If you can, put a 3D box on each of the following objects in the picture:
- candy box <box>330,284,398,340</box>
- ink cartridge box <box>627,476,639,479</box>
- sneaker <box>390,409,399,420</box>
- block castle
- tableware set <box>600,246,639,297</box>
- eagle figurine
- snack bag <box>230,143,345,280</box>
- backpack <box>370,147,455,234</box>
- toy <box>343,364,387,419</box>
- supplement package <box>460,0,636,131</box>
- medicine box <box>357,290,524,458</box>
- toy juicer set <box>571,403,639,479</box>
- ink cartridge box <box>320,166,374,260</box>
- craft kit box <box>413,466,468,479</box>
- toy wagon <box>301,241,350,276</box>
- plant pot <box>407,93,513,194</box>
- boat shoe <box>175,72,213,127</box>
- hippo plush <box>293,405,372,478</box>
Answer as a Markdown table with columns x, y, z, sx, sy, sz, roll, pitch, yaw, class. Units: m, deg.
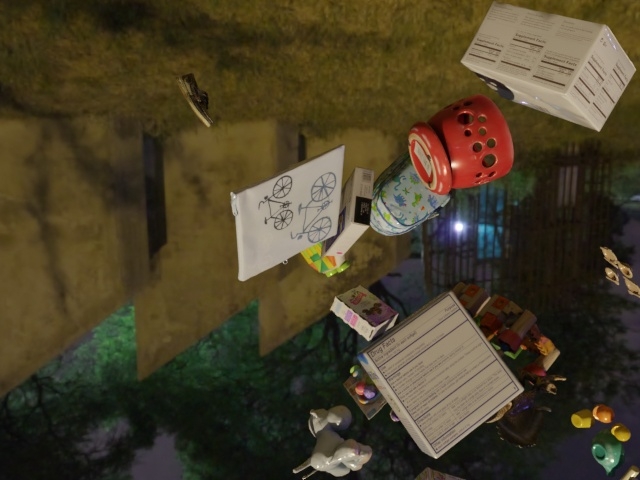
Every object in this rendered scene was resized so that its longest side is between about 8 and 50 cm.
| x | y | z | sx | sy | sz | roll | pitch | yaw | class |
| --- | --- | --- | --- | --- | --- | --- | --- | --- | --- |
| 0.164 | 0.267 | 2.208 | 0.196 | 0.070 | 0.164 | 36 | -146 | 27 | candy box |
| 0.909 | 0.816 | 1.695 | 0.153 | 0.209 | 0.087 | 32 | -172 | 30 | ink cartridge box |
| 0.346 | 0.645 | 2.314 | 0.068 | 0.170 | 0.071 | 40 | 171 | 2 | sneaker |
| 0.666 | 0.369 | 2.308 | 0.213 | 0.303 | 0.453 | -46 | -151 | -10 | block castle |
| 0.922 | 0.097 | 1.813 | 0.020 | 0.169 | 0.141 | -33 | -150 | 0 | tableware set |
| 0.617 | 0.538 | 1.904 | 0.225 | 0.226 | 0.298 | 37 | -115 | 18 | eagle figurine |
| -0.082 | -0.065 | 1.513 | 0.342 | 0.323 | 0.037 | -28 | -126 | -27 | snack bag |
| 0.331 | -0.175 | 2.288 | 0.355 | 0.290 | 0.273 | -35 | -169 | -1 | backpack |
| 0.161 | 0.506 | 2.070 | 0.137 | 0.056 | 0.237 | -43 | -157 | -3 | toy |
| 0.473 | -0.365 | 1.229 | 0.204 | 0.145 | 0.262 | 17 | -165 | -46 | supplement package |
| 0.278 | 0.315 | 1.410 | 0.263 | 0.289 | 0.149 | -33 | 169 | -11 | medicine box |
| 1.063 | 0.749 | 2.127 | 0.089 | 0.329 | 0.209 | -2 | 147 | -24 | toy juicer set |
| 0.075 | -0.067 | 1.796 | 0.069 | 0.176 | 0.371 | 11 | 160 | -13 | ink cartridge box |
| 0.403 | 0.886 | 2.004 | 0.246 | 0.250 | 0.061 | 23 | -146 | -12 | craft kit box |
| 0.000 | 0.000 | 2.120 | 0.068 | 0.267 | 0.344 | -37 | -178 | -21 | toy wagon |
| 0.296 | -0.200 | 1.286 | 0.174 | 0.191 | 0.191 | -23 | -167 | -5 | plant pot |
| -0.283 | -0.329 | 1.360 | 0.049 | 0.152 | 0.056 | -33 | 164 | -1 | boat shoe |
| 0.045 | 0.796 | 2.353 | 0.294 | 0.234 | 0.237 | -20 | -128 | 7 | hippo plush |
